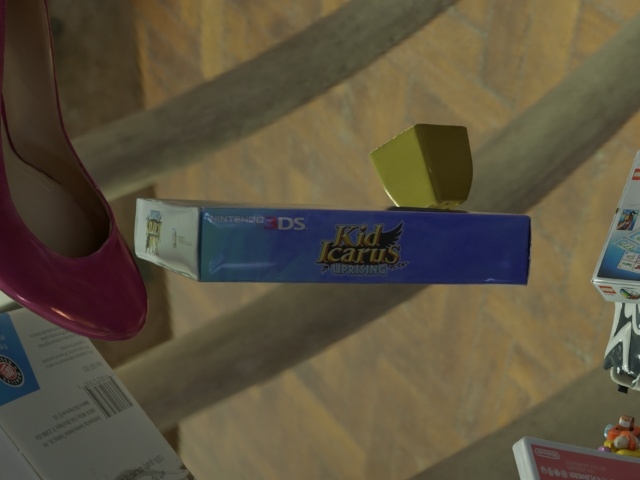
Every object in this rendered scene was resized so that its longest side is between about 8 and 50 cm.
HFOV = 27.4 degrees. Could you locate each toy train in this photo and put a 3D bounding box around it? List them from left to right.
[{"bbox_3d":[0.418,0.255,1.641,0.166,0.125,0.046,15,105,41],"label":"toy train"}]

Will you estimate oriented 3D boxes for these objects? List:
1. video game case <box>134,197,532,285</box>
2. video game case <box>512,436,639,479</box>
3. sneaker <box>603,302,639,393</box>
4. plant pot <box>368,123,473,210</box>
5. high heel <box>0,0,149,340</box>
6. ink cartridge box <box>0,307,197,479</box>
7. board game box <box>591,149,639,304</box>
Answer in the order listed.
[{"bbox_3d":[0.000,0.000,1.094,0.244,0.270,0.061,-173,85,-72],"label":"video game case"},{"bbox_3d":[0.319,0.350,1.387,0.025,0.204,0.285,-48,40,39],"label":"video game case"},{"bbox_3d":[0.417,0.119,1.733,0.235,0.094,0.153,-102,28,-69],"label":"sneaker"},{"bbox_3d":[0.115,-0.070,1.409,0.081,0.081,0.083,-30,69,45],"label":"plant pot"},{"bbox_3d":[-0.127,-0.049,0.633,0.117,0.082,0.244,-19,119,26],"label":"high heel"},{"bbox_3d":[-0.195,0.211,1.002,0.307,0.129,0.223,51,-169,5],"label":"ink cartridge box"},{"bbox_3d":[0.477,-0.011,1.481,0.305,0.193,0.053,5,152,41],"label":"board game box"}]
